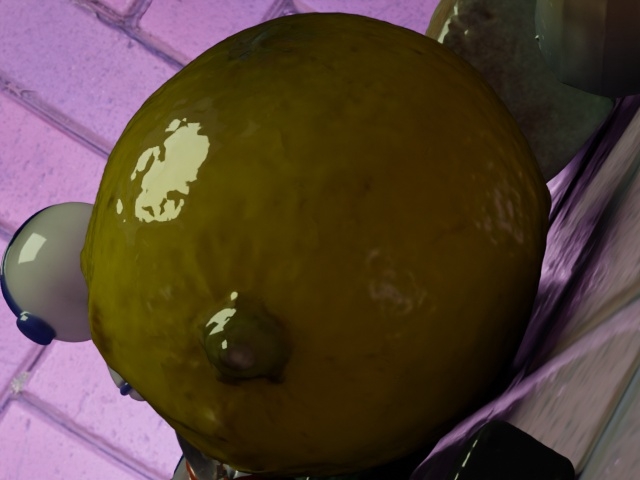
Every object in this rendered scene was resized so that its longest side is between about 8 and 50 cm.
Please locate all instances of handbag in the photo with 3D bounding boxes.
[{"bbox_3d":[0.170,-0.160,0.890,0.173,0.095,0.117,82,-158,-59],"label":"handbag"}]

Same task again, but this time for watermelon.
[{"bbox_3d":[0.114,-0.076,1.134,0.302,0.151,0.264,-61,0,0],"label":"watermelon"}]

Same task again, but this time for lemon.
[{"bbox_3d":[0.001,-0.001,0.877,0.260,0.260,0.284,-58,7,3],"label":"lemon"}]

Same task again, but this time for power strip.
[{"bbox_3d":[0.044,0.115,0.537,0.111,0.038,0.029,-57,-3,-21],"label":"power strip"}]

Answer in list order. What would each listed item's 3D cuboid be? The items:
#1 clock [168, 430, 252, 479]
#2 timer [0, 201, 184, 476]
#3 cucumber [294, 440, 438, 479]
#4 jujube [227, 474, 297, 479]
[{"bbox_3d":[-0.043,0.164,1.168,0.189,0.189,0.254,-57,-8,-41],"label":"clock"},{"bbox_3d":[-0.127,0.094,1.510,0.270,0.384,0.270,-57,-2,-3],"label":"timer"},{"bbox_3d":[0.053,0.092,0.990,0.211,0.062,0.078,-57,-1,-26],"label":"cucumber"},{"bbox_3d":[-0.036,0.187,0.834,0.176,0.109,0.112,-101,1,-86],"label":"jujube"}]
